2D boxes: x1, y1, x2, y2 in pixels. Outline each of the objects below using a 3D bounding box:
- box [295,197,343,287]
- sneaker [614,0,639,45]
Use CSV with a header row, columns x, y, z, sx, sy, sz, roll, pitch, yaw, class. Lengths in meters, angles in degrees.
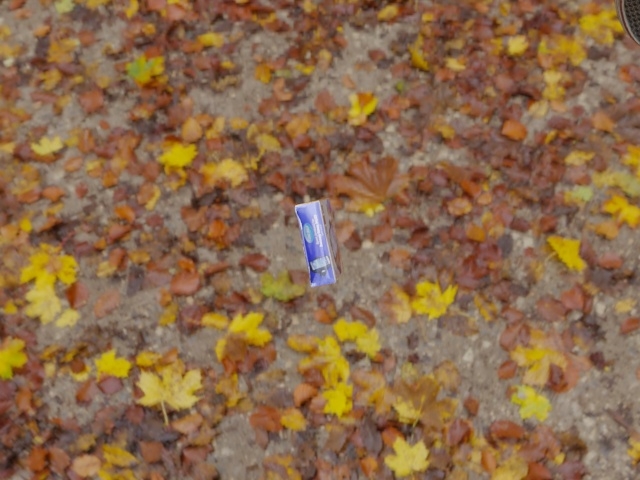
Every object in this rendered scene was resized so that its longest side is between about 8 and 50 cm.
x,y,z,sx,sy,sz,roll,pitch,yaw,class
0.000,0.000,0.848,0.028,0.136,0.081,-11,94,4,box
0.248,-0.200,0.542,0.120,0.299,0.112,23,80,10,sneaker
